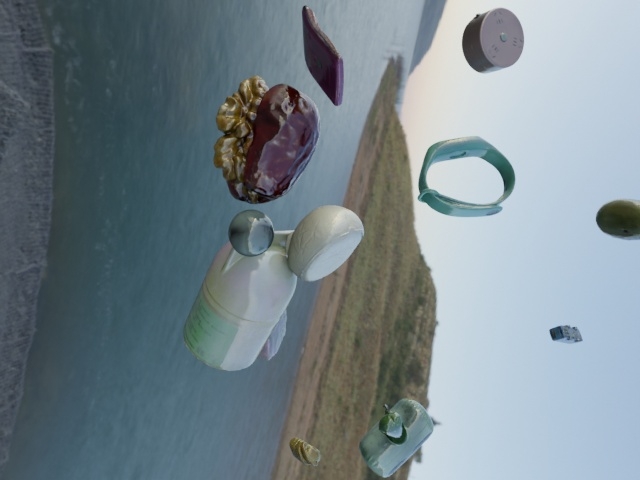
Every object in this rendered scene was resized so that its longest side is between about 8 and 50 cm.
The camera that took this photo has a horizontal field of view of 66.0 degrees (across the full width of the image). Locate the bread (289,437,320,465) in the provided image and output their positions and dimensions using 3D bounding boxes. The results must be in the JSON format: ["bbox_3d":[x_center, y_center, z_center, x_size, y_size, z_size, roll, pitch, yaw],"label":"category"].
[{"bbox_3d":[-0.032,0.387,0.902,0.034,0.049,0.088,-50,-170,-24],"label":"bread"}]

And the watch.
[{"bbox_3d":[0.337,-0.147,1.166,0.068,0.236,0.195,115,-36,-70],"label":"watch"}]

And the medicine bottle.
[{"bbox_3d":[-0.197,0.133,1.329,0.406,0.235,0.236,-61,-177,28],"label":"medicine bottle"}]

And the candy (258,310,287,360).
[{"bbox_3d":[-0.196,0.276,1.673,0.185,0.137,0.195,-61,158,-52],"label":"candy"}]

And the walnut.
[{"bbox_3d":[-0.131,-0.218,1.120,0.243,0.221,0.269,23,82,-51],"label":"walnut"}]

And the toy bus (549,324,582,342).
[{"bbox_3d":[0.826,0.317,1.655,0.061,0.152,0.051,-26,-120,39],"label":"toy bus"}]

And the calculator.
[{"bbox_3d":[-0.001,-0.377,1.016,0.127,0.034,0.191,90,-22,-58],"label":"calculator"}]

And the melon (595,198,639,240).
[{"bbox_3d":[0.710,-0.048,1.137,0.162,0.099,0.099,-140,-118,-80],"label":"melon"}]

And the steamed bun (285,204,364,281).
[{"bbox_3d":[0.000,0.000,1.222,0.177,0.131,0.228,-19,156,-38],"label":"steamed bun"}]

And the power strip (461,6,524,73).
[{"bbox_3d":[0.446,-0.518,1.276,0.078,0.154,0.154,14,-88,65],"label":"power strip"}]

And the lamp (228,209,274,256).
[{"bbox_3d":[-0.155,-0.016,1.099,0.105,0.105,0.105,13,90,-84],"label":"lamp"}]

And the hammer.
[{"bbox_3d":[0.175,0.461,1.197,0.206,0.119,0.336,-42,150,-11],"label":"hammer"}]
